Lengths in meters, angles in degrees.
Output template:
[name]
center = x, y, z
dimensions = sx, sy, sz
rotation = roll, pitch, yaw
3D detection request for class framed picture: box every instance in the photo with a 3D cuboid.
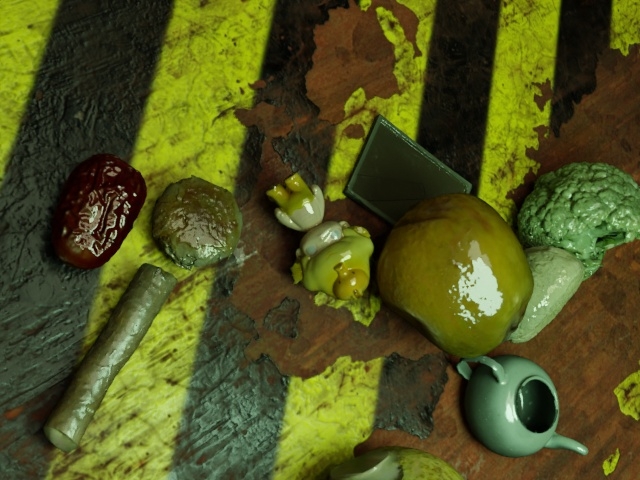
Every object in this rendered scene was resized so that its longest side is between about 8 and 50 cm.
[framed picture]
center = 0.178, -0.103, 1.498
dimensions = 0.260, 0.023, 0.189
rotation = 33, 65, -21

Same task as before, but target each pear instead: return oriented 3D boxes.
[pear]
center = 0.127, 0.456, 1.219
dimensions = 0.271, 0.271, 0.271
rotation = 7, 76, -29

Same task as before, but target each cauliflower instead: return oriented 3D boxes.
[cauliflower]
center = 0.561, -0.036, 1.628
dimensions = 0.272, 0.275, 0.250
rotation = -59, 151, -54

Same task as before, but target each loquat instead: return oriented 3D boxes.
[loquat]
center = 0.239, 0.058, 1.348
dimensions = 0.284, 0.276, 0.276
rotation = 43, 60, 8

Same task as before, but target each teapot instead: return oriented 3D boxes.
[teapot]
center = 0.371, 0.313, 1.461
dimensions = 0.294, 0.129, 0.193
rotation = 45, 61, -15

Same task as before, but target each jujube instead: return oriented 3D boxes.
[jujube]
center = -0.331, -0.042, 1.137
dimensions = 0.112, 0.109, 0.176
rotation = 18, 70, 10

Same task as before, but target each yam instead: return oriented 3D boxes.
[yam]
center = -0.308, 0.166, 1.131
dimensions = 0.066, 0.066, 0.300
rotation = 36, 64, -19

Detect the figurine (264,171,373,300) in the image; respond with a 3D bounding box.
[figurine]
center = 0.000, 0.000, 1.317
dimensions = 0.156, 0.131, 0.246
rotation = -30, 98, 3

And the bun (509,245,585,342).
[bun]
center = 0.408, 0.102, 1.506
dimensions = 0.220, 0.220, 0.134
rotation = -34, 66, -31

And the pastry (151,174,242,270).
[pastry]
center = -0.198, -0.029, 1.228
dimensions = 0.153, 0.081, 0.153
rotation = 4, 81, -28
